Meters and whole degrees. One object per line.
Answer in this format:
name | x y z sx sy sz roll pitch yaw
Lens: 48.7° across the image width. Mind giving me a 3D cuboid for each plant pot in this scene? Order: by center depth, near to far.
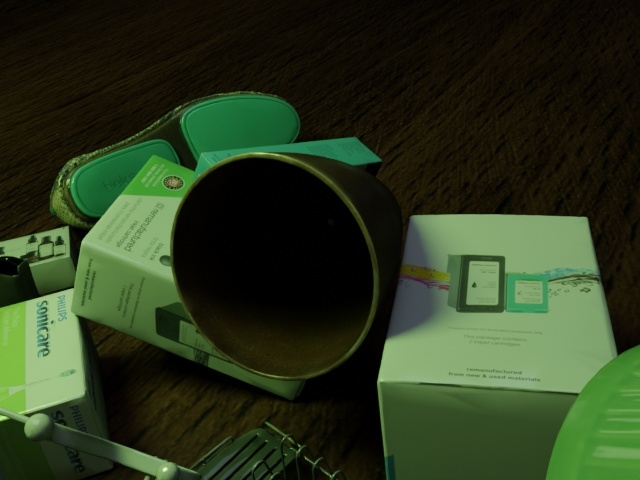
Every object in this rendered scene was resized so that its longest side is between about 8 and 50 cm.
plant pot | 0.000 0.000 0.741 0.215 0.216 0.230 9 18 24

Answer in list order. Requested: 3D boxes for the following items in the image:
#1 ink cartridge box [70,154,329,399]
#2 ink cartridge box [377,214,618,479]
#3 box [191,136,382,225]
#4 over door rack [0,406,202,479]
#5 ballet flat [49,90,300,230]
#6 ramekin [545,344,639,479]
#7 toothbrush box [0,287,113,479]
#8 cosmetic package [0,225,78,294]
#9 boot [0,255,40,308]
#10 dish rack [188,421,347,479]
ink cartridge box | -0.122 0.039 0.876 0.289 0.122 0.211 22 37 -2
ink cartridge box | 0.177 0.124 0.717 0.197 0.198 0.270 1 33 13
box | -0.041 -0.062 0.857 0.244 0.101 0.060 -13 49 -42
over door rack | -0.288 0.250 0.571 0.324 0.108 0.240 14 71 17
ballet flat | -0.265 -0.149 1.281 0.482 0.164 0.182 -28 11 -31
ramekin | 0.314 0.202 0.457 0.303 0.304 0.148 -24 -7 -24
toothbrush box | -0.396 0.190 0.793 0.283 0.122 0.206 -17 34 -14
cosmetic package | -0.499 0.050 1.086 0.238 0.061 0.099 -15 33 -12
boot | -0.452 0.072 0.971 0.197 0.137 0.077 4 34 18
dish rack | -0.041 0.269 0.632 0.271 0.074 0.208 24 49 39
